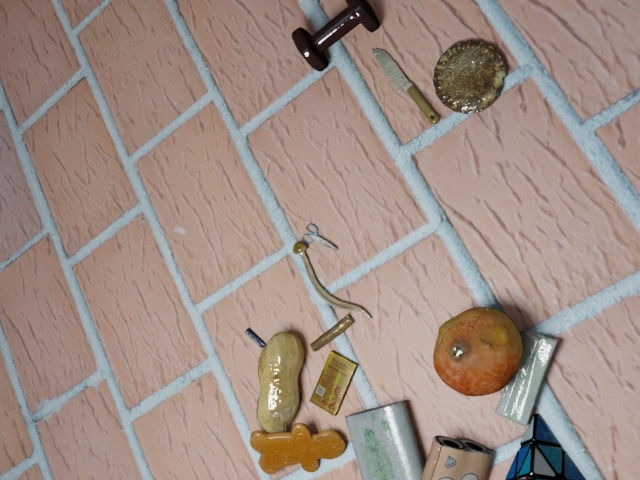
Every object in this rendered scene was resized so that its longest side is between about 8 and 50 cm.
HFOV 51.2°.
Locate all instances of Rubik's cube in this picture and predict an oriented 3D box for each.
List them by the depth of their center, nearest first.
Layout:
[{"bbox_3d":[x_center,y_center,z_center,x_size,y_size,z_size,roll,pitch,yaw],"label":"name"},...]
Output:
[{"bbox_3d":[0.451,0.606,1.511,0.284,0.250,0.234,54,128,15],"label":"Rubik's cube"}]

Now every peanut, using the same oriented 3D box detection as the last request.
[{"bbox_3d":[-0.116,0.393,1.831,0.130,0.130,0.290,3,86,27],"label":"peanut"}]

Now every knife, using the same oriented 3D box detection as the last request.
[{"bbox_3d":[0.221,-0.420,1.797,0.047,0.017,0.297,-42,69,24],"label":"knife"}]

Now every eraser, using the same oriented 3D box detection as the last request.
[{"bbox_3d":[0.297,0.621,1.593,0.087,0.171,0.290,24,98,66],"label":"eraser"},{"bbox_3d":[0.168,0.539,1.698,0.174,0.081,0.226,-22,77,24],"label":"eraser"}]

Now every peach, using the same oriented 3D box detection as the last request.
[{"bbox_3d":[0.356,0.255,1.549,0.233,0.232,0.232,-3,84,27],"label":"peach"}]

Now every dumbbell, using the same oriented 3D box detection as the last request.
[{"bbox_3d":[0.042,-0.582,1.843,0.225,0.124,0.140,-33,72,21],"label":"dumbbell"}]

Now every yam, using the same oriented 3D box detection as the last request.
[{"bbox_3d":[0.030,0.255,1.823,0.145,0.032,0.032,-40,69,19],"label":"yam"}]

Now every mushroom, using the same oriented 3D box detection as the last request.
[{"bbox_3d":[0.019,0.124,1.840,0.306,0.043,0.068,49,131,20],"label":"mushroom"}]

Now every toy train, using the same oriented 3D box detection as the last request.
[{"bbox_3d":[-0.186,0.286,1.936,0.083,0.017,0.017,38,103,24],"label":"toy train"}]

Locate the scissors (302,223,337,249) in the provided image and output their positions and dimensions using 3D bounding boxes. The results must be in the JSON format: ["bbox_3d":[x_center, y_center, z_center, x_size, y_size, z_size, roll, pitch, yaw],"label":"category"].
[{"bbox_3d":[0.000,0.000,1.870,0.119,0.014,0.058,31,103,29],"label":"scissors"}]

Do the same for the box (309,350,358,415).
[{"bbox_3d":[0.036,0.387,1.812,0.089,0.022,0.156,24,96,28],"label":"box"}]

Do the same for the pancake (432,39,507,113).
[{"bbox_3d":[0.382,-0.421,1.714,0.199,0.021,0.199,-3,84,26],"label":"pancake"}]

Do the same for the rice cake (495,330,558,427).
[{"bbox_3d":[0.488,0.323,1.579,0.080,0.042,0.221,22,96,31],"label":"rice cake"}]

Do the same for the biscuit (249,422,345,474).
[{"bbox_3d":[-0.056,0.555,1.794,0.250,0.036,0.165,-11,116,8],"label":"biscuit"}]
